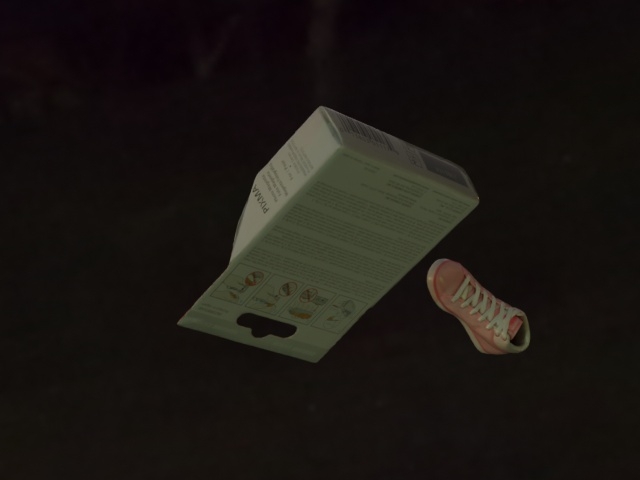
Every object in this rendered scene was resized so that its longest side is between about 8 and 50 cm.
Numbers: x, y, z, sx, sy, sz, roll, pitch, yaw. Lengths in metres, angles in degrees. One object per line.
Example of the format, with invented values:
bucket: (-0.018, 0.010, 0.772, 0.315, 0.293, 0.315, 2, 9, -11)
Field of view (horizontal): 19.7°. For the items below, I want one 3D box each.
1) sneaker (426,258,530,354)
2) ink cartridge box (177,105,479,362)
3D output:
sneaker: (0.169, 0.069, 1.892, 0.070, 0.134, 0.051, 4, 51, 50)
ink cartridge box: (0.000, 0.000, 1.639, 0.189, 0.066, 0.232, 19, -52, -44)
